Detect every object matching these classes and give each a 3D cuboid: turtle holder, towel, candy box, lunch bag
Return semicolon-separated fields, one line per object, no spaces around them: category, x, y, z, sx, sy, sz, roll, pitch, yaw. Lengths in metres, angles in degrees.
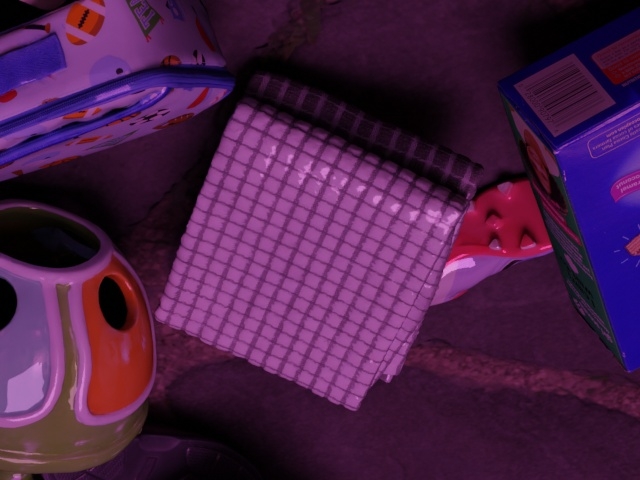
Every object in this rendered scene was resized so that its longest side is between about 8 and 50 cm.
turtle holder;-0.299;0.073;1.881;0.243;0.320;0.227;-17;131;-39
towel;0.000;0.000;1.836;0.235;0.121;0.283;24;132;2
candy box;0.333;-0.066;1.790;0.268;0.122;0.317;-28;133;-3
lunch bag;-0.239;-0.118;1.653;0.303;0.243;0.115;-20;89;17

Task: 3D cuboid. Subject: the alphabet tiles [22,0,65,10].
alphabet tiles;-0.178;-0.309;1.515;0.278;0.021;0.284;21;110;-47

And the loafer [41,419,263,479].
loafer;-0.186;0.229;2.134;0.302;0.095;0.109;21;107;-43

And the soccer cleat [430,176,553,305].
soccer cleat;0.155;0.006;1.940;0.248;0.083;0.095;-23;159;14
